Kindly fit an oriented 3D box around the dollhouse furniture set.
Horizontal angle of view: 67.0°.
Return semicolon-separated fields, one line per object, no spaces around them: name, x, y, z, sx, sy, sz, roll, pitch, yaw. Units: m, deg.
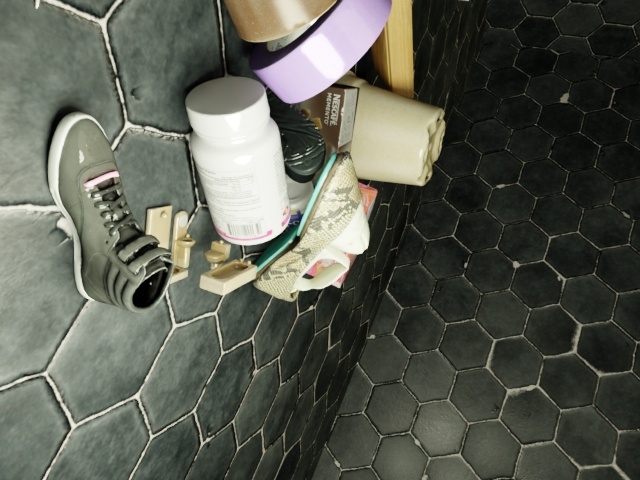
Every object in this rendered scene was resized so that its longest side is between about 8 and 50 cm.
dollhouse furniture set;-0.209;0.009;0.875;0.144;0.151;0.123;-29;132;-64

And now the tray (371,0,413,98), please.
tray;0.190;-0.609;1.361;0.410;0.076;0.202;72;0;-58

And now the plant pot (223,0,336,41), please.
plant pot;-0.096;-0.475;0.748;0.215;0.216;0.230;-64;143;-23

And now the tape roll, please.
tape roll;-0.006;-0.389;0.897;0.090;0.275;0.274;39;66;-33

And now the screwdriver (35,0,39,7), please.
screwdriver;-0.306;-0.348;0.538;0.025;0.024;0.169;-121;-134;-78

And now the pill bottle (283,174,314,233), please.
pill bottle;-0.060;-0.072;1.240;0.112;0.112;0.186;-61;156;-28

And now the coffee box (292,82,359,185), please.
coffee box;0.004;-0.267;1.210;0.098;0.141;0.246;-37;140;-58

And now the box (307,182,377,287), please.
box;0.049;-0.025;1.425;0.299;0.142;0.154;103;15;-47

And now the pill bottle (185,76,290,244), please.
pill bottle;-0.148;-0.142;0.897;0.160;0.161;0.282;-56;154;-38

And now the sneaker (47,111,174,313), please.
sneaker;-0.279;-0.025;0.679;0.104;0.147;0.295;-39;140;-53

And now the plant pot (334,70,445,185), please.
plant pot;0.184;-0.301;1.404;0.333;0.306;0.333;-51;150;-46

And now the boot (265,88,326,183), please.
boot;-0.043;-0.189;1.056;0.094;0.246;0.207;-32;149;-2

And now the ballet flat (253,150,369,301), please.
ballet flat;0.000;0.000;1.076;0.482;0.182;0.164;-50;-170;47
